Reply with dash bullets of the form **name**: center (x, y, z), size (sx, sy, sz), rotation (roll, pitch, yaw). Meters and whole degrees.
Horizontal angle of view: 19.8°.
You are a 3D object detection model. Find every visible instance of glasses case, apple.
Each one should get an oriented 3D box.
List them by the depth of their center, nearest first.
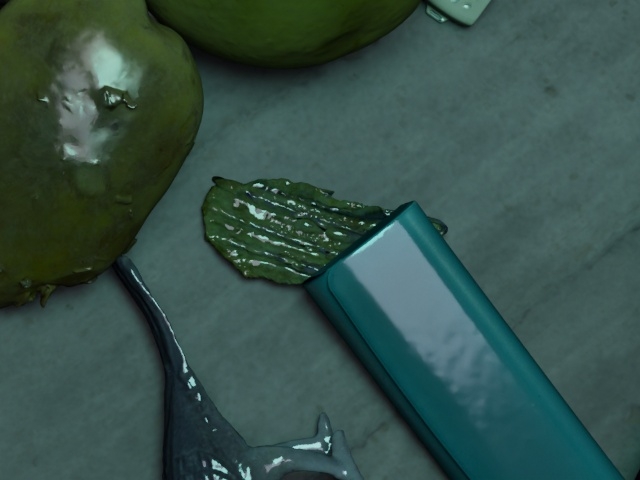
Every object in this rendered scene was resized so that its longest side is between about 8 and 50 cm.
- **apple**: center (-0.030, -0.285, 1.469), size (0.292, 0.254, 0.291), rotation (3, 79, -16)
- **glasses case**: center (0.123, 0.119, 1.511), size (0.117, 0.070, 0.301), rotation (-39, 96, -11)

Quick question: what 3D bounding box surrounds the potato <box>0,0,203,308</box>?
- **potato**: center (-0.213, -0.069, 1.446), size (0.192, 0.141, 0.296), rotation (31, 103, -11)

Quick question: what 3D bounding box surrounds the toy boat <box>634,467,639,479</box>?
- **toy boat**: center (0.291, 0.235, 1.513), size (0.079, 0.136, 0.392), rotation (22, 75, 24)

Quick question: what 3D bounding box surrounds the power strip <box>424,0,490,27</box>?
- **power strip**: center (0.169, -0.287, 1.550), size (0.060, 0.027, 0.252), rotation (35, 109, -5)

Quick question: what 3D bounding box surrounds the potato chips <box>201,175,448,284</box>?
- **potato chips**: center (0.000, 0.000, 1.545), size (0.208, 0.028, 0.091), rotation (13, 78, -5)

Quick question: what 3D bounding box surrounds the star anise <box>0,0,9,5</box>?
- **star anise**: center (-0.336, -0.280, 1.496), size (0.315, 0.108, 0.315), rotation (0, 89, -10)

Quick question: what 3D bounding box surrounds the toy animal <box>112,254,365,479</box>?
- **toy animal**: center (-0.066, 0.186, 1.479), size (0.206, 0.081, 0.367), rotation (-1, 77, -10)
